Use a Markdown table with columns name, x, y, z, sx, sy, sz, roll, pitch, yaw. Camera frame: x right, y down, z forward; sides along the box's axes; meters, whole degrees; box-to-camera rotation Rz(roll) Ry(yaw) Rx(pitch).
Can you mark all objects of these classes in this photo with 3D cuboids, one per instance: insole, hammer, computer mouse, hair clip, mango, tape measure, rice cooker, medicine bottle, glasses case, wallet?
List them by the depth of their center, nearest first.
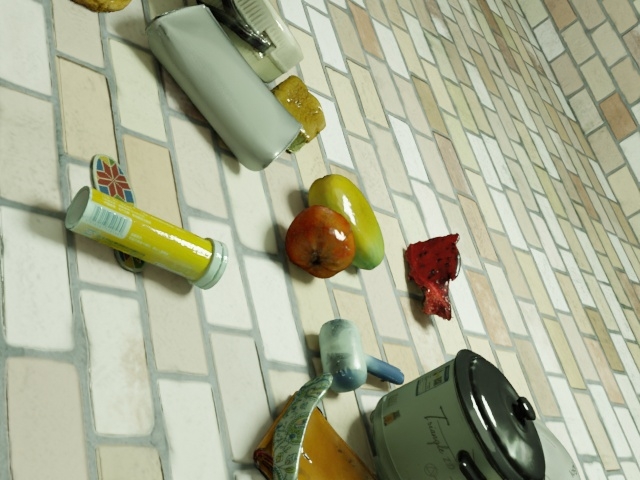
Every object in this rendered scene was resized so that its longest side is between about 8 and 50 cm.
| name | x | y | z | sx | sy | sz | roll | pitch | yaw |
| --- | --- | --- | --- | --- | --- | --- | --- | --- | --- |
| hair clip | -0.029 | 0.250 | 1.047 | 0.036 | 0.066 | 0.229 | 55 | 28 | -21 |
| medicine bottle | -0.230 | -0.003 | 1.060 | 0.218 | 0.074 | 0.074 | 27 | 41 | -36 |
| wallet | -0.001 | 0.324 | 1.098 | 0.195 | 0.042 | 0.161 | 49 | 26 | -2 |
| insole | -0.281 | -0.041 | 1.100 | 0.065 | 0.006 | 0.193 | 9 | 53 | -48 |
| rice cooker | 0.220 | 0.302 | 1.199 | 0.241 | 0.227 | 0.280 | 57 | 21 | -2 |
| hammer | 0.075 | 0.204 | 1.284 | 0.194 | 0.069 | 0.116 | 30 | 39 | -41 |
| glasses case | -0.165 | -0.265 | 1.358 | 0.128 | 0.083 | 0.308 | -41 | 96 | -31 |
| mango | 0.050 | -0.033 | 1.440 | 0.195 | 0.091 | 0.130 | 59 | 31 | -1 |
| computer mouse | 0.385 | 0.405 | 1.446 | 0.297 | 0.121 | 0.184 | 58 | 34 | 3 |
| tape measure | -0.160 | -0.435 | 1.475 | 0.271 | 0.133 | 0.231 | 59 | 8 | 5 |

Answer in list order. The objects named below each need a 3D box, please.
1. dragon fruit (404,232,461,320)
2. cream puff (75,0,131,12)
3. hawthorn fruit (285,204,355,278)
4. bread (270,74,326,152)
| name | x | y | z | sx | sy | sz | roll | pitch | yaw |
| --- | --- | --- | --- | --- | --- | --- | --- | --- | --- |
| dragon fruit | 0.249 | 0.083 | 1.573 | 0.092 | 0.122 | 0.192 | 48 | 27 | -38 |
| cream puff | -0.344 | -0.489 | 1.279 | 0.183 | 0.169 | 0.183 | 31 | 40 | -30 |
| hawthorn fruit | 0.000 | 0.000 | 1.329 | 0.128 | 0.128 | 0.128 | 33 | 38 | -30 |
| bread | -0.053 | -0.243 | 1.521 | 0.128 | 0.069 | 0.140 | 48 | 34 | -13 |
